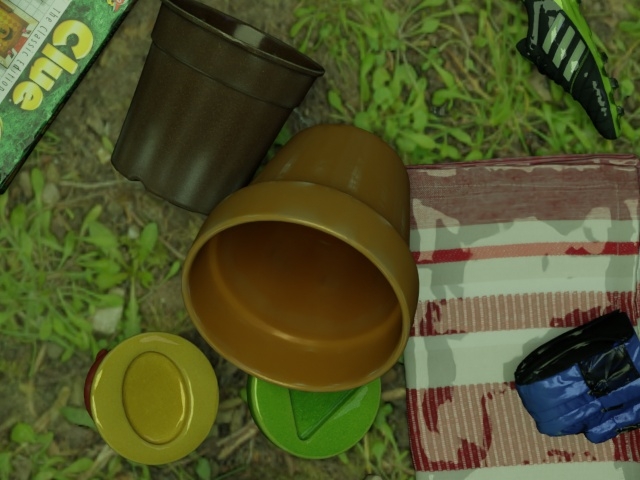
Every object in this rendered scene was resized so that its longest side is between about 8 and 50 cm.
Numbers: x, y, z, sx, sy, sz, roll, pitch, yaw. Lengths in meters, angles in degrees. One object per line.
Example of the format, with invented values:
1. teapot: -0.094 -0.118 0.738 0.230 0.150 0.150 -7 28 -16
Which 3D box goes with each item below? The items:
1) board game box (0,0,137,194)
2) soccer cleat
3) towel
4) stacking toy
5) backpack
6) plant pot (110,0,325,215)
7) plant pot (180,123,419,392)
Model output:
1. board game box: -0.290 -0.187 1.697 0.136 0.030 0.260 35 94 0
2. soccer cleat: 0.229 -0.170 1.649 0.072 0.060 0.179 -24 83 14
3. towel: 0.195 0.085 1.665 0.237 0.037 0.329 -4 91 5
4. stacking toy: -0.078 0.217 1.679 0.279 0.130 0.309 -15 94 -22
5. backpack: 0.242 0.133 1.597 0.120 0.098 0.101 -23 94 7
6. plant pot: -0.106 -0.120 1.625 0.167 0.167 0.165 27 100 3
7. plant pot: 0.000 0.000 1.583 0.205 0.188 0.205 10 132 11
